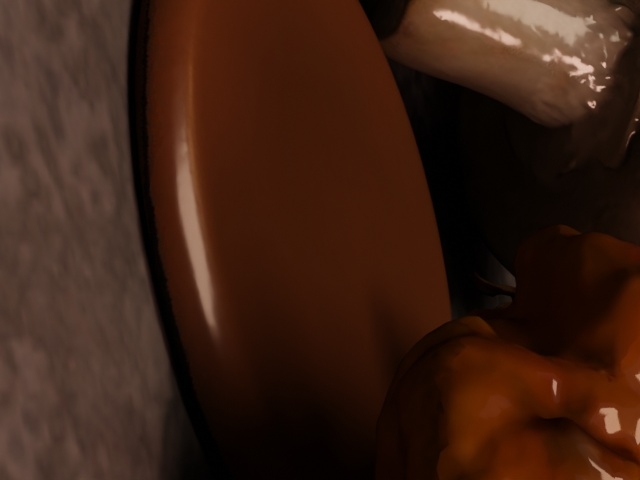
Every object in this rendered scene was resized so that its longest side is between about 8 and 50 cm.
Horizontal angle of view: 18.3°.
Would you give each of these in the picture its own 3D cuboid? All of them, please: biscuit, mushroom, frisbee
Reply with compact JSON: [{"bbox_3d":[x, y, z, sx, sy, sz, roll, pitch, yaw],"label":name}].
[{"bbox_3d":[0.097,0.170,0.602,0.318,0.110,0.312,25,69,-48],"label":"biscuit"},{"bbox_3d":[0.119,-0.074,0.838,0.215,0.207,0.207,21,52,-28],"label":"mushroom"},{"bbox_3d":[0.000,0.000,0.683,0.251,0.021,0.251,-12,90,-69],"label":"frisbee"}]

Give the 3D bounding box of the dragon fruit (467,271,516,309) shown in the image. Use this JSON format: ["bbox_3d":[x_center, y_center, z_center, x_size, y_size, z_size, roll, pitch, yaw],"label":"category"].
[{"bbox_3d":[0.109,0.089,0.773,0.125,0.125,0.246,-60,143,-19],"label":"dragon fruit"}]
